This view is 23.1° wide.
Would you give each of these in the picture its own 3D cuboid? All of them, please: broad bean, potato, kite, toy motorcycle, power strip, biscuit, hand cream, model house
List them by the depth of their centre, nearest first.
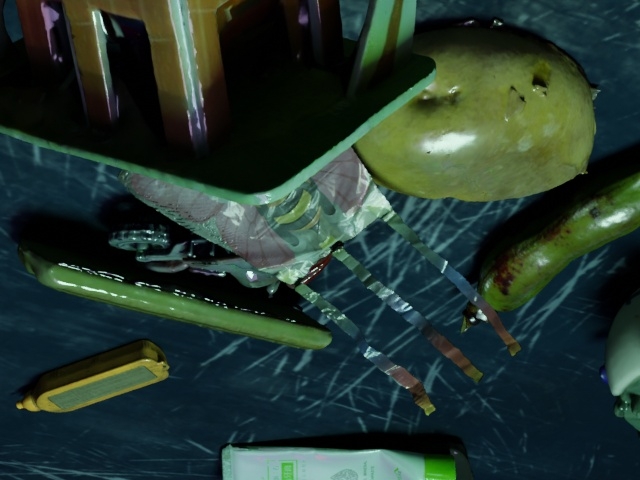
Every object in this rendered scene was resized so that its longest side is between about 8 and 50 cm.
[{"bbox_3d":[-0.070,-0.254,1.008,0.300,0.340,0.323,18,131,33],"label":"model house"},{"bbox_3d":[0.129,-0.105,1.295,0.243,0.098,0.138,-7,145,-6],"label":"potato"},{"bbox_3d":[0.001,-0.002,1.314,0.360,0.022,0.204,46,121,-8],"label":"kite"},{"bbox_3d":[-0.080,-0.001,1.416,0.213,0.082,0.122,-2,158,15],"label":"toy motorcycle"},{"bbox_3d":[-0.134,0.054,1.477,0.322,0.099,0.038,15,96,-34],"label":"biscuit"},{"bbox_3d":[0.236,-0.007,1.495,0.077,0.061,0.339,12,143,-40],"label":"broad bean"},{"bbox_3d":[-0.240,0.147,1.642,0.178,0.028,0.049,-20,145,15],"label":"power strip"},{"bbox_3d":[0.021,0.276,1.853,0.275,0.079,0.050,0,-175,1],"label":"hand cream"}]

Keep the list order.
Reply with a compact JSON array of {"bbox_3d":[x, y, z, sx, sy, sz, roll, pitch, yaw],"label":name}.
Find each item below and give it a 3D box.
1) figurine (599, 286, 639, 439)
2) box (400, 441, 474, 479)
[{"bbox_3d":[0.417,0.071,1.554,0.261,0.186,0.382,-2,142,-30],"label":"figurine"},{"bbox_3d":[0.093,0.315,1.961,0.201,0.042,0.212,-11,146,4],"label":"box"}]
